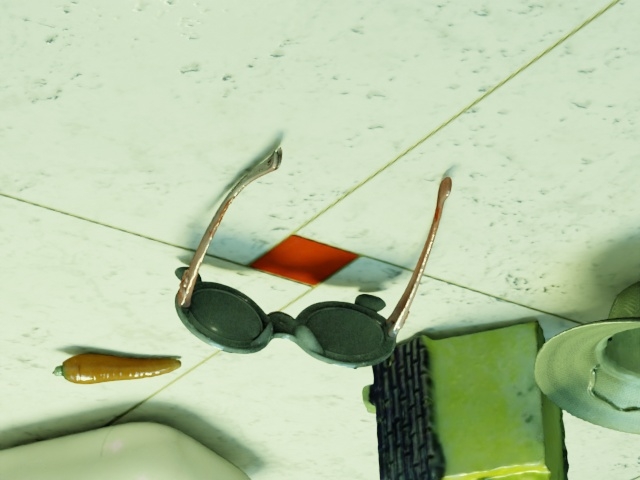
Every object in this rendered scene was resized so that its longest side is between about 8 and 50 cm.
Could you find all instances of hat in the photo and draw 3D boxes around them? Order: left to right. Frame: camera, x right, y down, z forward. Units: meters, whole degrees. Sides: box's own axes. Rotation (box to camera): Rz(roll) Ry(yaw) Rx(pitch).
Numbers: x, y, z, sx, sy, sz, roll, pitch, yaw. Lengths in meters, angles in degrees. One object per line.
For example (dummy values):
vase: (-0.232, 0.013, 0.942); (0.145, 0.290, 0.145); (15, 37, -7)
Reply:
hat: (0.345, 0.098, 1.862); (0.252, 0.110, 0.252); (8, 149, 5)

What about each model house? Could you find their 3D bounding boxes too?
model house: (0.155, 0.214, 1.987); (0.211, 0.194, 0.170); (-8, 153, 12)

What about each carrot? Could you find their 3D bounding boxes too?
carrot: (-0.224, 0.140, 2.015); (0.142, 0.035, 0.035); (-1, 153, -15)

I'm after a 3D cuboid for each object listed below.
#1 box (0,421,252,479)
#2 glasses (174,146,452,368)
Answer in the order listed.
box: (-0.265, 0.332, 2.255); (0.349, 0.141, 0.289); (-13, 148, 24)
glasses: (0.000, 0.000, 1.754); (0.234, 0.118, 0.268); (11, 130, -17)
